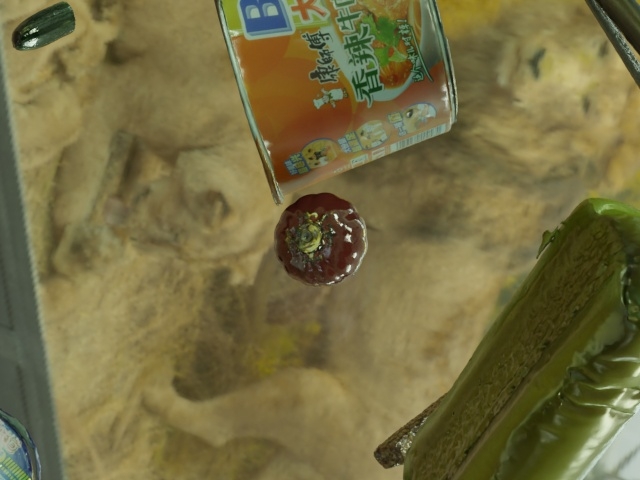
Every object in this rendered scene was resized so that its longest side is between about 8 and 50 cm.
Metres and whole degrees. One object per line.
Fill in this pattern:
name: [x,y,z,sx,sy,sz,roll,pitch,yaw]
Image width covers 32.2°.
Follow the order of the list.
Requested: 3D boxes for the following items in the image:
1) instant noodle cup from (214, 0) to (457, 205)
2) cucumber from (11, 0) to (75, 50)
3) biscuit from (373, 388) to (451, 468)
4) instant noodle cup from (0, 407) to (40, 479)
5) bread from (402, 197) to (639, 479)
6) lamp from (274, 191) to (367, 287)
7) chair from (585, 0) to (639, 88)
instant noodle cup: [0.016,-0.202,1.200,0.296,0.214,0.296,-16,90,-90]
cucumber: [-0.399,-0.300,1.573,0.105,0.048,0.048,-39,143,-38]
biscuit: [0.146,0.217,1.357,0.199,0.034,0.064,-30,175,-37]
instant noodle cup: [-0.573,0.446,1.801,0.312,0.284,0.284,95,21,-58]
bread: [0.192,0.138,0.950,0.166,0.112,0.383,-94,-155,-52]
lamp: [0.000,0.000,1.158,0.090,0.101,0.101,18,90,-71]
chair: [0.402,-0.152,0.845,0.364,0.362,0.410,45,27,-38]
